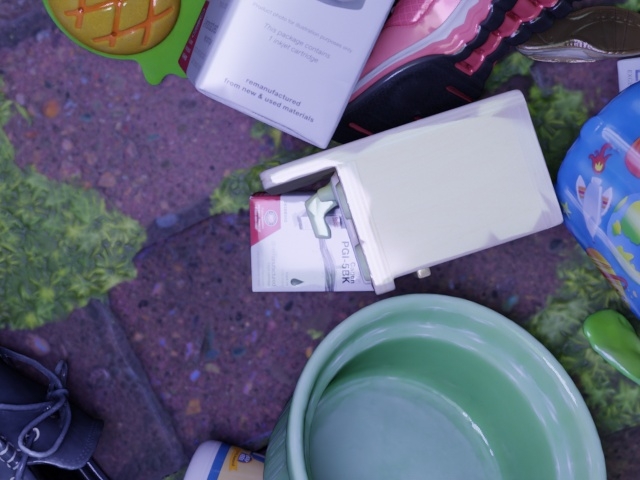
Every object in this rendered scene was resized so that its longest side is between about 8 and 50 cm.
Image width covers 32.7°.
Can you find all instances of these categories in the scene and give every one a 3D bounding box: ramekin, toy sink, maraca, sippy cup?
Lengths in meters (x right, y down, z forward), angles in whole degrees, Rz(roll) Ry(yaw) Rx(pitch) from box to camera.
[{"bbox_3d":[0.094,0.215,1.007,0.303,0.148,0.303,9,61,-17],"label":"ramekin"},{"bbox_3d":[0.078,-0.031,0.983,0.234,0.153,0.131,-17,89,0],"label":"toy sink"},{"bbox_3d":[-0.185,-0.231,1.065,0.186,0.099,0.127,35,102,-27],"label":"maraca"},{"bbox_3d":[0.324,-0.018,0.914,0.305,0.240,0.224,-48,61,12],"label":"sippy cup"}]

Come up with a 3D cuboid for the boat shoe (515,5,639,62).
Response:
[{"bbox_3d":[0.254,-0.196,1.056,0.135,0.045,0.050,5,82,9],"label":"boat shoe"}]

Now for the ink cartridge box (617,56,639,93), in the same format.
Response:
[{"bbox_3d":[0.397,-0.069,1.022,0.224,0.045,0.223,-3,91,21],"label":"ink cartridge box"}]

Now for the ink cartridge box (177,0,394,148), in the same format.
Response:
[{"bbox_3d":[-0.005,-0.258,0.969,0.131,0.226,0.306,22,99,-15],"label":"ink cartridge box"}]

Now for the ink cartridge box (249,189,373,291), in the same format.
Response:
[{"bbox_3d":[0.000,0.000,1.097,0.135,0.056,0.099,-1,97,5],"label":"ink cartridge box"}]

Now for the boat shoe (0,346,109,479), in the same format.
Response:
[{"bbox_3d":[-0.299,0.200,1.090,0.156,0.187,0.500,-26,101,6],"label":"boat shoe"}]

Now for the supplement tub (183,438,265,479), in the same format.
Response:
[{"bbox_3d":[-0.046,0.294,1.097,0.200,0.144,0.144,17,99,2],"label":"supplement tub"}]

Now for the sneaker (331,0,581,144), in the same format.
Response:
[{"bbox_3d":[0.119,-0.213,1.049,0.314,0.116,0.136,-39,50,21],"label":"sneaker"}]
